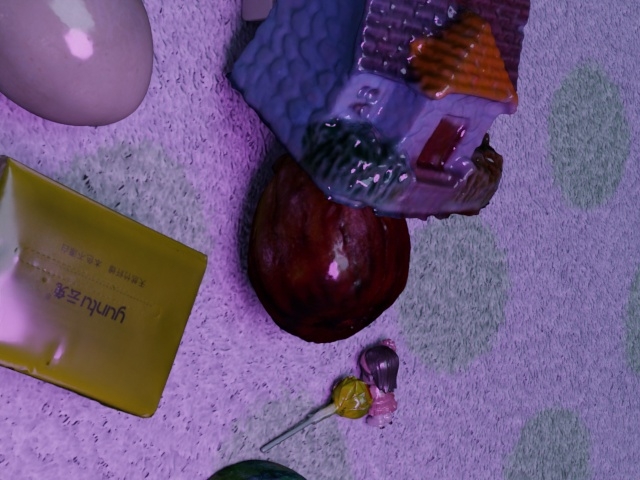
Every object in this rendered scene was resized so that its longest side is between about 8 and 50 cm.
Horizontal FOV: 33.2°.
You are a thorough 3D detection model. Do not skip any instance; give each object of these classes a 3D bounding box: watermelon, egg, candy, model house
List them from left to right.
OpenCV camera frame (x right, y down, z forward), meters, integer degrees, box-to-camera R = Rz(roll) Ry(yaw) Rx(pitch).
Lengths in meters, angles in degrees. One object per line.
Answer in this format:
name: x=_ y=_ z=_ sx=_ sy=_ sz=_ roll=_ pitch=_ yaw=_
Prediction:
egg: x=-0.283 y=-0.230 z=1.155 sx=0.253 sy=0.186 sz=0.187 roll=47 pitch=63 yaw=-32
watermelon: x=-0.044 y=0.366 z=1.433 sx=0.231 sy=0.146 sz=0.128 roll=-7 pitch=97 yaw=-40
candy: x=-0.007 y=0.254 z=1.534 sx=0.193 sy=0.062 sz=0.058 roll=-25 pitch=153 yaw=-30
model house: x=0.141 y=-0.248 z=1.374 sx=0.360 sy=0.297 sz=0.339 roll=2 pitch=129 yaw=-44

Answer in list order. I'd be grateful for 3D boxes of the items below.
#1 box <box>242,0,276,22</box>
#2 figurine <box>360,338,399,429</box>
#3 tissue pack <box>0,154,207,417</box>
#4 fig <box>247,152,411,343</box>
box: x=0.011 y=-0.374 z=1.491 sx=0.259 sy=0.071 sz=0.168 roll=-3 pitch=95 yaw=-41
figurine: x=0.095 y=0.216 z=1.613 sx=0.072 sy=0.054 sz=0.129 roll=-17 pitch=105 yaw=-45
tissue pack: x=-0.292 y=0.054 z=1.176 sx=0.274 sy=0.167 sz=0.200 roll=29 pitch=73 yaw=-39
fig: x=0.007 y=0.009 z=1.422 sx=0.224 sy=0.224 sz=0.263 roll=-13 pitch=104 yaw=-41
